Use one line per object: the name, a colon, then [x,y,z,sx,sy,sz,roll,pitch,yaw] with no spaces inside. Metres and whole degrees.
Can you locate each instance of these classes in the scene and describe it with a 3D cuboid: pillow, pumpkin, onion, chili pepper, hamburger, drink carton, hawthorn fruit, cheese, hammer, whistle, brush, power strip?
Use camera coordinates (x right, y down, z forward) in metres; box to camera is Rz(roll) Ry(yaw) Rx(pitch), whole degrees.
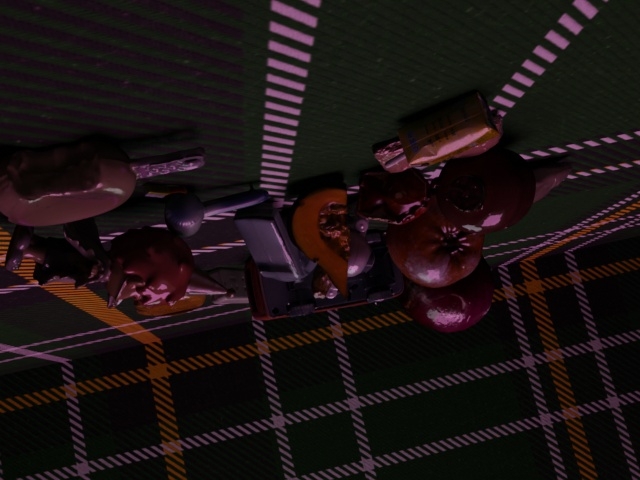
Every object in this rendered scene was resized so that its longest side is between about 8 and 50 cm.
pillow: [0.214,-0.171,1.273,0.232,0.043,0.126,-13,164,11]
pillow: [0.515,-0.132,1.742,0.173,0.067,0.270,-17,170,-7]
pumpkin: [-0.003,0.005,1.419,0.126,0.248,0.131,-4,-172,-5]
onion: [0.401,0.088,2.206,0.348,0.348,0.385,-6,132,-34]
chili pepper: [0.155,-0.087,1.471,0.144,0.136,0.252,-43,173,7]
hamburger: [-0.411,0.140,1.934,0.213,0.108,0.214,-12,164,-3]
drink carton: [0.182,-0.166,1.150,0.200,0.084,0.074,-23,170,24]
hawthorn fruit: [0.270,-0.020,1.691,0.235,0.263,0.231,-25,134,6]
cheese: [-0.301,-0.091,0.977,0.286,0.082,0.163,-14,170,-7]
hammer: [-0.187,-0.063,1.284,0.194,0.069,0.116,-16,171,-15]
whistle: [-0.083,-0.004,1.559,0.163,0.163,0.290,-15,135,7]
brush: [-0.263,-0.084,1.196,0.083,0.019,0.021,-4,149,-48]
power strip: [-0.231,0.140,2.144,0.058,0.098,0.338,-21,167,24]

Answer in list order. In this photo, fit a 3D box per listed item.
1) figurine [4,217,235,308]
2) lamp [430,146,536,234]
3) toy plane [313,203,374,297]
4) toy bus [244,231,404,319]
figurine: [-0.340,0.047,1.240,0.387,0.166,0.207,16,-168,-27]
lamp: [0.323,-0.101,1.394,0.180,0.180,0.258,-20,176,30]
toy plane: [0.063,0.018,1.629,0.118,0.252,0.252,21,161,-9]
toy bus: [0.008,0.110,2.020,0.427,0.203,0.233,-7,172,-23]
